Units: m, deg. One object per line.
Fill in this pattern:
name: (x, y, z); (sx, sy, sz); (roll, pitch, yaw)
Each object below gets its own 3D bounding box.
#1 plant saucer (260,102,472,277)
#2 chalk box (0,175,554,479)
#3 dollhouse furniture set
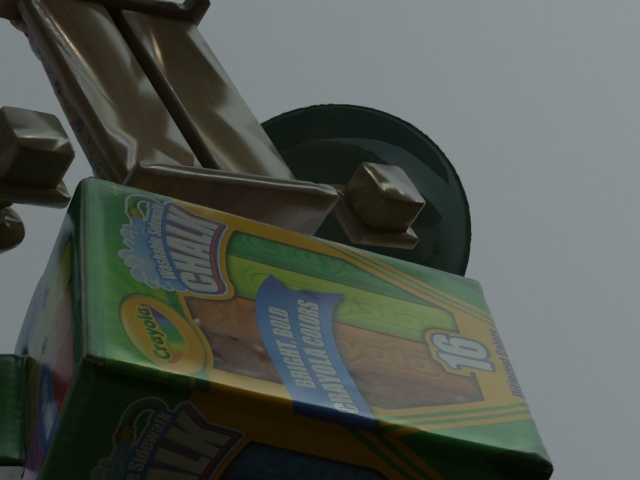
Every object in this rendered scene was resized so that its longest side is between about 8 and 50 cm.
plant saucer: (0.000, 0.000, 1.168); (0.195, 0.037, 0.195); (-5, -67, -12)
chalk box: (-0.066, 0.097, 0.884); (0.289, 0.180, 0.179); (15, -63, -17)
dollhouse furniture set: (-0.170, -0.072, 1.084); (0.355, 0.303, 0.174); (7, -52, -40)
